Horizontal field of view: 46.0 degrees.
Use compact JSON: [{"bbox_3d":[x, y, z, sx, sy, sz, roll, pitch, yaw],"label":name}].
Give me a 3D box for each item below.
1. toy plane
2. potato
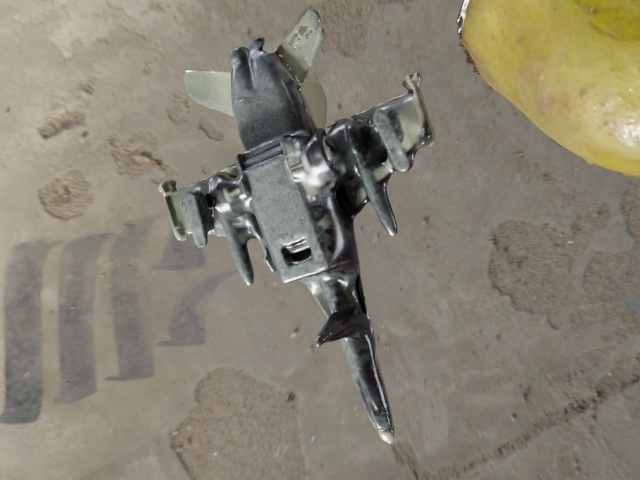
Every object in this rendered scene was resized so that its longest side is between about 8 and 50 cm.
[{"bbox_3d":[-0.005,0.000,0.458,0.192,0.088,0.262,-21,80,25],"label":"toy plane"},{"bbox_3d":[0.264,-0.163,0.617,0.229,0.229,0.266,-38,56,2],"label":"potato"}]
